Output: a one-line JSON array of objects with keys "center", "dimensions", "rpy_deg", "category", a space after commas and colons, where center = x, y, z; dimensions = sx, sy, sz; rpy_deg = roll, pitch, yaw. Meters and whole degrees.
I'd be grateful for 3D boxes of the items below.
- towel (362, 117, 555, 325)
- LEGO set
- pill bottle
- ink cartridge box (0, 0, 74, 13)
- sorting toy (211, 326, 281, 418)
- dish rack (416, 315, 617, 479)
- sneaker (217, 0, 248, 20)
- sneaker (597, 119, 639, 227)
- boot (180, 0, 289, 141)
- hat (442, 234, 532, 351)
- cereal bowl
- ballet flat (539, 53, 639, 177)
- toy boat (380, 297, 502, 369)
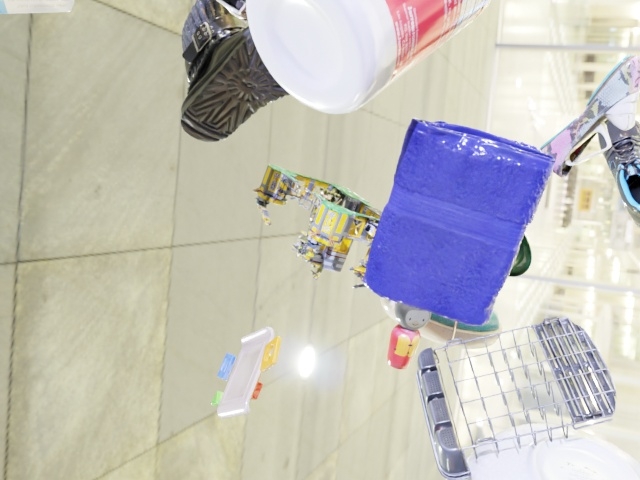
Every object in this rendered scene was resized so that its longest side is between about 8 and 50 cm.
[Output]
[{"center": [0.211, -0.029, 1.137], "dimensions": [0.076, 0.227, 0.308], "rpy_deg": [-59, 166, -66], "category": "towel"}, {"center": [0.000, 0.000, 1.400], "dimensions": [0.254, 0.331, 0.192], "rpy_deg": [10, 107, -43], "category": "LEGO set"}, {"center": [0.108, -0.373, 1.017], "dimensions": [0.407, 0.229, 0.229], "rpy_deg": [-42, 140, -30], "category": "pill bottle"}, {"center": [-0.370, -0.420, 0.779], "dimensions": [0.198, 0.197, 0.270], "rpy_deg": [-28, 158, -53], "category": "ink cartridge box"}, {"center": [-0.159, 0.305, 1.609], "dimensions": [0.347, 0.047, 0.196], "rpy_deg": [-31, -143, 58], "category": "sorting toy"}, {"center": [0.283, 0.220, 1.052], "dimensions": [0.208, 0.271, 0.074], "rpy_deg": [-98, 170, -47], "category": "dish rack"}, {"center": [-0.167, -0.427, 1.142], "dimensions": [0.066, 0.188, 0.071], "rpy_deg": [-51, 177, 20], "category": "sneaker"}, {"center": [0.788, -0.193, 1.783], "dimensions": [0.139, 0.125, 0.341], "rpy_deg": [24, 46, -55], "category": "sneaker"}, {"center": [-0.128, -0.359, 1.251], "dimensions": [0.131, 0.348, 0.260], "rpy_deg": [33, 40, -40], "category": "boot"}, {"center": [0.255, 0.051, 1.259], "dimensions": [0.183, 0.208, 0.173], "rpy_deg": [-39, -178, -24], "category": "hat"}, {"center": [0.373, 0.392, 1.048], "dimensions": [0.339, 0.338, 0.141], "rpy_deg": [-49, 153, -56], "category": "cereal bowl"}, {"center": [0.432, -0.181, 1.102], "dimensions": [0.076, 0.079, 0.221], "rpy_deg": [-12, 150, -40], "category": "ballet flat"}, {"center": [0.227, 0.140, 1.435], "dimensions": [0.318, 0.267, 0.148], "rpy_deg": [-25, 133, -57], "category": "toy boat"}]
